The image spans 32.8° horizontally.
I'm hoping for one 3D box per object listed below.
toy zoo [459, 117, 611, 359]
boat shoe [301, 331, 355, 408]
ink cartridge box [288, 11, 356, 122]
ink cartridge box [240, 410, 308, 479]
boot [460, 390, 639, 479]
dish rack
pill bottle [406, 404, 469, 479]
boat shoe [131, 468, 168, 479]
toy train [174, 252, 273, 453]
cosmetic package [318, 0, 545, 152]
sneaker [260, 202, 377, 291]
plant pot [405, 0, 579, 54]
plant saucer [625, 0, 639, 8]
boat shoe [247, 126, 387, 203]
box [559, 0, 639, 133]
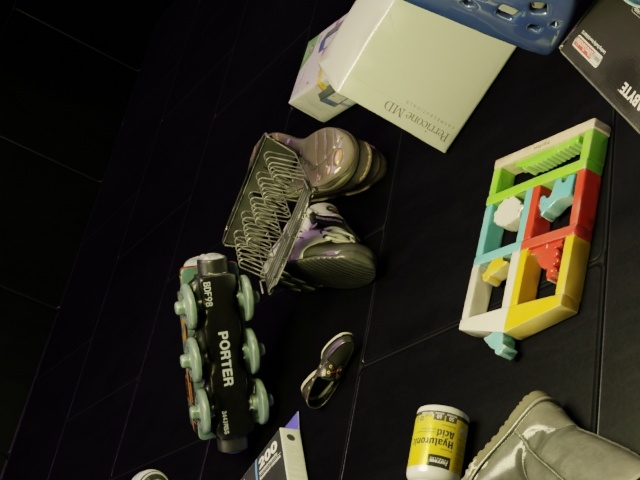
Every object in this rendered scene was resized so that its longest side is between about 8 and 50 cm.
[{"bbox_3d":[0.257,0.008,1.332,0.192,0.030,0.293,-24,45,57],"label":"toy zoo"},{"bbox_3d":[0.016,0.197,1.638,0.133,0.049,0.042,-58,29,21],"label":"boat shoe"},{"bbox_3d":[0.044,-0.337,2.074,0.212,0.093,0.154,-20,48,57],"label":"ink cartridge box"},{"bbox_3d":[-0.093,0.393,1.673,0.206,0.045,0.208,-54,23,24],"label":"ink cartridge box"},{"bbox_3d":[0.235,0.262,1.085,0.189,0.076,0.208,-63,29,9],"label":"boot"},{"bbox_3d":[-0.082,-0.041,1.756,0.271,0.074,0.208,-114,43,-67],"label":"dish rack"},{"bbox_3d":[0.137,0.259,1.286,0.065,0.065,0.116,-30,41,53],"label":"pill bottle"},{"bbox_3d":[-0.286,0.535,1.858,0.105,0.113,0.306,-31,42,43],"label":"boat shoe"},{"bbox_3d":[-0.174,0.183,1.817,0.190,0.142,0.334,-167,69,-72],"label":"toy train"},{"bbox_3d":[0.189,-0.354,1.621,0.385,0.217,0.156,-60,23,15],"label":"cosmetic package"},{"bbox_3d":[0.000,0.000,1.777,0.330,0.122,0.146,-5,64,64],"label":"sneaker"},{"bbox_3d":[0.246,-0.401,1.349,0.212,0.236,0.236,131,158,-78],"label":"plant pot"},{"bbox_3d":[0.438,-0.375,1.146,0.317,0.044,0.317,-48,25,32],"label":"plant saucer"},{"bbox_3d":[-0.013,-0.116,1.919,0.355,0.130,0.132,5,81,59],"label":"boat shoe"},{"bbox_3d":[0.423,-0.268,1.212,0.293,0.073,0.295,-54,24,21],"label":"box"}]
